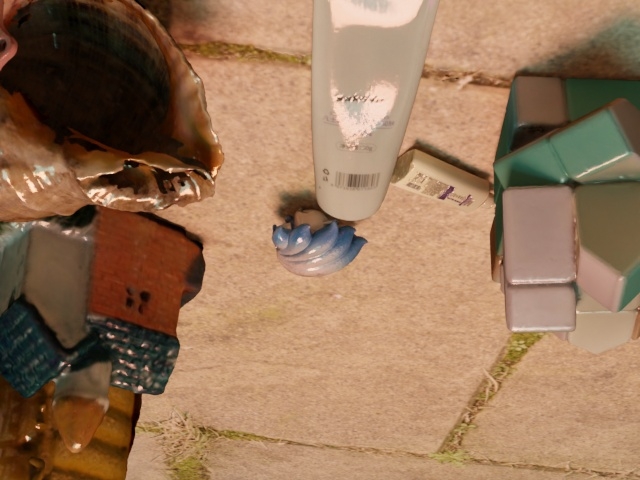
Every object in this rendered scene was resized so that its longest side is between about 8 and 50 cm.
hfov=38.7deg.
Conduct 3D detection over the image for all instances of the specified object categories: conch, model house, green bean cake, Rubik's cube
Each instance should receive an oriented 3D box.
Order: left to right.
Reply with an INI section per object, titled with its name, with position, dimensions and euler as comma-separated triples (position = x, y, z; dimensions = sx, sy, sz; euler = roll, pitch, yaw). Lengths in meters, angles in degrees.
[green bean cake]
position = -0.424, 0.268, 1.271
dimensions = 0.284, 0.310, 0.202
euler = -18, 144, 27
[conch]
position = -0.223, -0.111, 0.783
dimensions = 0.291, 0.210, 0.159
euler = 15, 180, -7
[model house]
position = -0.275, 0.103, 1.006
dimensions = 0.253, 0.291, 0.184
euler = 25, 133, -32
[Rubik's cube]
position = 0.262, -0.019, 0.820
dimensions = 0.224, 0.213, 0.265
euler = 2, 147, 5

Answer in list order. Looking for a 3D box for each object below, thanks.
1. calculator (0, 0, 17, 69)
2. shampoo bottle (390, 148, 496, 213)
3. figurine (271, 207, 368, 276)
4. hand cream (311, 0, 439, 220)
[calculator]
position = -0.380, -0.144, 0.704
dimensions = 0.329, 0.220, 0.048
euler = 0, 170, 16
[shampoo bottle]
position = 0.140, -0.055, 0.947
dimensions = 0.141, 0.034, 0.049
euler = 20, 138, -23
[figurine]
position = 0.000, 0.000, 1.018
dimensions = 0.114, 0.079, 0.114
euler = -6, 163, -2
[hand cream]
position = 0.039, -0.133, 0.823
dimensions = 0.109, 0.067, 0.321
euler = 6, 143, 0
